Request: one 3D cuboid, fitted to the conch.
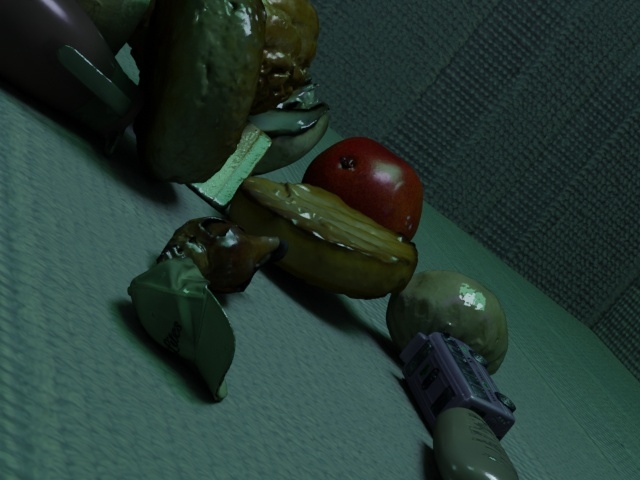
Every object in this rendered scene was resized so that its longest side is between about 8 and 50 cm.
[{"bbox_3d":[-0.108,0.023,1.572,0.080,0.086,0.232,47,13,35],"label":"conch"}]

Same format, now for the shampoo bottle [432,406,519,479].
[{"bbox_3d":[0.188,0.277,1.578,0.127,0.078,0.257,44,6,-11],"label":"shampoo bottle"}]

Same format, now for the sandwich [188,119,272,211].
[{"bbox_3d":[-0.138,-0.121,2.034,0.079,0.113,0.163,39,10,-7],"label":"sandwich"}]

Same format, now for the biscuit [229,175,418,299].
[{"bbox_3d":[0.000,0.000,1.965,0.296,0.102,0.296,24,12,-5],"label":"biscuit"}]

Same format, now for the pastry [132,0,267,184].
[{"bbox_3d":[-0.166,-0.222,1.812,0.136,0.330,0.330,8,21,-18],"label":"pastry"}]

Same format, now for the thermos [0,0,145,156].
[{"bbox_3d":[-0.339,-0.238,1.724,0.265,0.146,0.176,44,-6,-30],"label":"thermos"}]

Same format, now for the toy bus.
[{"bbox_3d":[0.184,0.210,1.834,0.108,0.096,0.199,31,16,-26],"label":"toy bus"}]

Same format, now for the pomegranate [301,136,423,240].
[{"bbox_3d":[0.076,-0.058,2.321,0.221,0.221,0.257,47,1,37],"label":"pomegranate"}]

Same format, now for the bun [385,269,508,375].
[{"bbox_3d":[0.188,0.145,2.007,0.128,0.178,0.193,-63,141,-42],"label":"bun"}]

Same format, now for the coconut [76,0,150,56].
[{"bbox_3d":[-0.366,-0.400,1.888,0.254,0.297,0.297,31,12,-19],"label":"coconut"}]

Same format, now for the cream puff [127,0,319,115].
[{"bbox_3d":[-0.171,-0.320,2.120,0.343,0.231,0.327,26,9,42],"label":"cream puff"}]

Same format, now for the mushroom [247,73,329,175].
[{"bbox_3d":[-0.111,-0.190,2.293,0.267,0.190,0.164,18,-41,22],"label":"mushroom"}]

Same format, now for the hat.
[{"bbox_3d":[-0.132,0.085,1.297,0.166,0.081,0.122,62,-21,26],"label":"hat"}]
